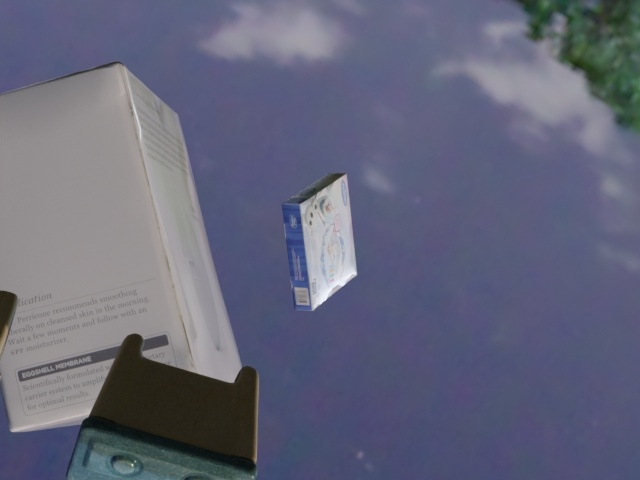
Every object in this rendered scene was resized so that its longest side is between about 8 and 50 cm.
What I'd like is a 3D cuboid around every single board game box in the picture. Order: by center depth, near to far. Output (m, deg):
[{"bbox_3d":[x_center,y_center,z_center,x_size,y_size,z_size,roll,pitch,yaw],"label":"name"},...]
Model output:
[{"bbox_3d":[0.000,0.000,1.357,0.020,0.090,0.090,2,-162,26],"label":"board game box"}]

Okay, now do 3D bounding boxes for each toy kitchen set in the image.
[{"bbox_3d":[-0.136,0.146,0.803,0.166,0.207,0.122,17,-135,-8],"label":"toy kitchen set"}]

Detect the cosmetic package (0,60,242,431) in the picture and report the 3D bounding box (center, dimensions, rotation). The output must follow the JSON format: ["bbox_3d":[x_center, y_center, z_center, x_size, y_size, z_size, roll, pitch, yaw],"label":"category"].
[{"bbox_3d":[-0.157,0.012,1.196,0.224,0.138,0.225,45,-148,-83],"label":"cosmetic package"}]
